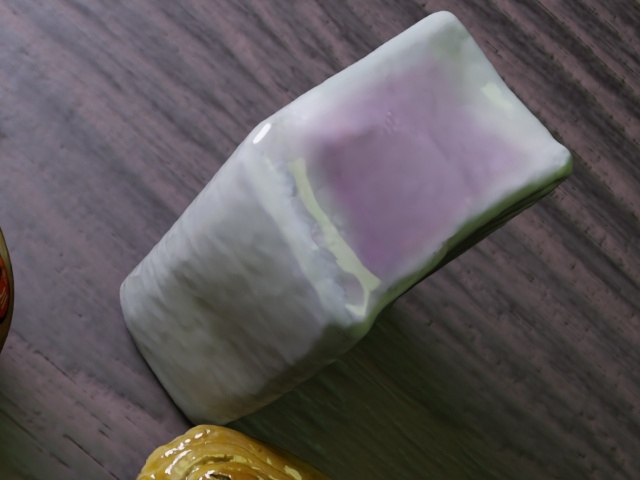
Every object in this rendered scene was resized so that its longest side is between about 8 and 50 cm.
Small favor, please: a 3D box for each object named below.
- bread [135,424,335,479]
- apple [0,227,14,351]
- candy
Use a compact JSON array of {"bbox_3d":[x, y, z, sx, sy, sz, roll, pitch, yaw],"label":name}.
[{"bbox_3d":[-0.069,0.261,1.001,0.198,0.120,0.236,25,63,-8],"label":"bread"},{"bbox_3d":[-0.326,0.034,0.914,0.261,0.261,0.194,-21,72,-22],"label":"apple"},{"bbox_3d":[-0.003,0.000,0.976,0.208,0.359,0.145,-37,89,-26],"label":"candy"}]
